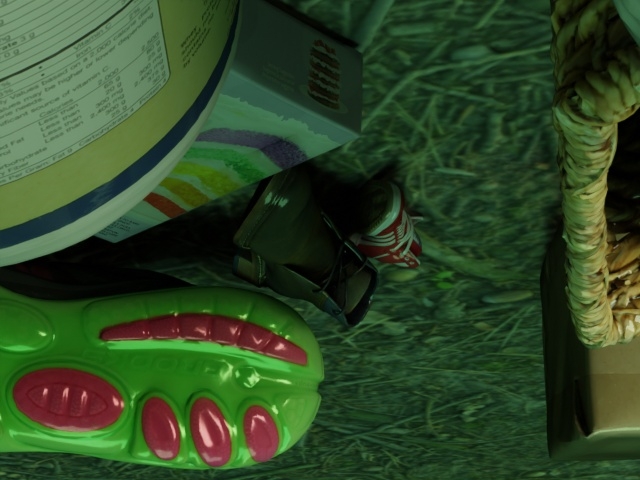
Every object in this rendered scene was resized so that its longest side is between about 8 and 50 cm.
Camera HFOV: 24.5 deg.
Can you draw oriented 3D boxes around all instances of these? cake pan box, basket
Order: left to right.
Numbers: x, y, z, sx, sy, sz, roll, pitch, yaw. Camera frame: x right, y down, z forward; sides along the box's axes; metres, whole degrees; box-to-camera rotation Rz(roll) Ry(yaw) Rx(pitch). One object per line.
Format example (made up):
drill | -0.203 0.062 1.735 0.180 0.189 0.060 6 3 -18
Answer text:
cake pan box | -0.149 -0.096 0.886 0.246 0.070 0.267 -22 147 38
basket | 0.214 -0.092 0.685 0.214 0.223 0.299 -3 155 9

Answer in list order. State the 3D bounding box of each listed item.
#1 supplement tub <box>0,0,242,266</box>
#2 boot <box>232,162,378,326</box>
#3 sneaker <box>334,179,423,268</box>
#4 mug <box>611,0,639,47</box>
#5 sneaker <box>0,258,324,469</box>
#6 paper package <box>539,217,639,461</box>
supplement tub | -0.141 -0.146 0.451 0.228 0.228 0.316 1 156 0
boot | 0.000 0.000 1.043 0.106 0.082 0.219 28 166 3
sneaker | 0.056 -0.011 1.101 0.067 0.042 0.118 12 162 -15
mug | 0.147 -0.195 0.384 0.374 0.276 0.328 35 154 25
sneaker | -0.243 0.088 1.160 0.483 0.185 0.202 15 171 -4
paper package | 0.332 0.071 1.072 0.325 0.168 0.309 -2 167 4
